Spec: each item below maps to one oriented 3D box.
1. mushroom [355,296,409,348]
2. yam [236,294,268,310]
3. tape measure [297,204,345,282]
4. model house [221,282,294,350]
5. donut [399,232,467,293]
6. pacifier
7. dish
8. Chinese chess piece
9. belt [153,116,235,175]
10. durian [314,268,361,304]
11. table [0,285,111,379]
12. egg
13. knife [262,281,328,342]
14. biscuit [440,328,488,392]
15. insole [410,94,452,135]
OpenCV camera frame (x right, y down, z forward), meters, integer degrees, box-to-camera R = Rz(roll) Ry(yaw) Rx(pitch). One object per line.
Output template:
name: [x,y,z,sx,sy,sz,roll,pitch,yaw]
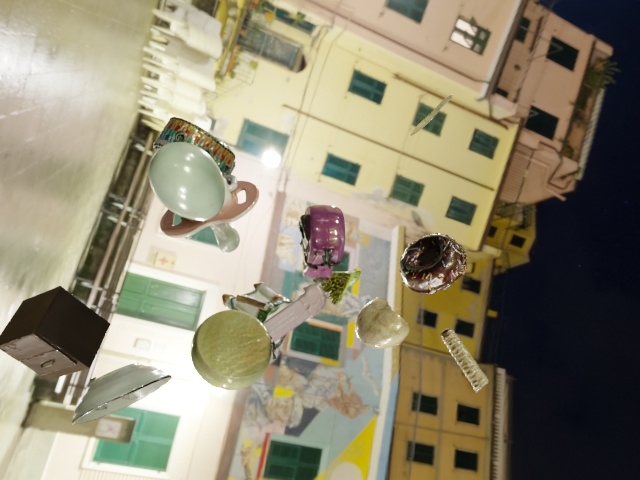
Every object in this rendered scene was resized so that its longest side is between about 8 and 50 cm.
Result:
mushroom: [0.248,0.375,2.071,0.189,0.195,0.253,-30,-156,-8]
yam: [-0.261,0.234,1.856,0.145,0.032,0.032,13,-96,28]
tape measure: [0.000,0.000,1.686,0.231,0.149,0.245,109,-20,-62]
model house: [-0.289,0.303,2.101,0.301,0.190,0.271,34,-62,25]
donut: [0.365,0.067,1.624,0.235,0.089,0.235,-27,-147,19]
pacifier: [-0.347,-0.088,1.574,0.220,0.332,0.273,-131,-158,-89]
dish: [-0.645,0.470,1.573,0.106,0.316,0.316,63,-33,13]
Chinese chess piece: [-0.247,0.309,1.384,0.092,0.237,0.238,117,-19,-44]
belt: [-0.429,-0.318,1.751,0.207,0.295,0.160,-1,-119,64]
durian: [0.084,0.185,2.307,0.198,0.163,0.394,-47,169,-2]
table: [-0.747,0.269,1.376,0.169,0.193,0.172,-19,-141,22]
egg: [-0.358,-0.155,1.347,0.264,0.182,0.183,60,32,-55]
knife: [-0.142,0.273,1.504,0.398,0.132,0.038,-35,177,-5]
biscuit: [0.472,0.391,1.619,0.061,0.055,0.219,-55,-129,34]
insole: [0.340,-0.384,1.497,0.197,0.004,0.065,-46,-165,-16]
